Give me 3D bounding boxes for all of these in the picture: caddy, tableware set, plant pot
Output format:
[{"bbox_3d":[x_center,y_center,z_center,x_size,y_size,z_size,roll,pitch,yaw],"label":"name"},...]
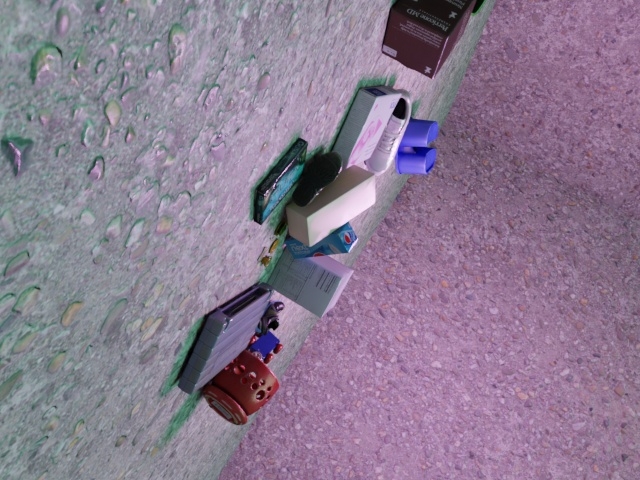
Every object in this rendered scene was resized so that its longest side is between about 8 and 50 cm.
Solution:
[{"bbox_3d":[0.413,-0.425,2.699,0.341,0.179,0.242,-40,134,-63],"label":"caddy"},{"bbox_3d":[-0.120,0.005,1.669,0.154,0.024,0.104,-60,171,-5],"label":"tableware set"},{"bbox_3d":[-0.248,0.454,1.843,0.174,0.191,0.191,-48,165,-32],"label":"plant pot"}]

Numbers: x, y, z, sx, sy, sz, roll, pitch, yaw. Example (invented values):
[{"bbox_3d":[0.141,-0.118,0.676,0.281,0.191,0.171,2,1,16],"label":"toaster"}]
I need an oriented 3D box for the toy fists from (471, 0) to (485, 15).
[{"bbox_3d":[0.477,-0.853,1.875,0.096,0.142,0.279,-5,130,-39],"label":"toy fists"}]

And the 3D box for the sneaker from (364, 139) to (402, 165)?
[{"bbox_3d":[0.239,-0.357,2.212,0.083,0.098,0.224,-44,161,-59],"label":"sneaker"}]

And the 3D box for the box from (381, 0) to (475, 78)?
[{"bbox_3d":[0.293,-0.586,1.613,0.203,0.168,0.167,-57,171,-23],"label":"box"}]

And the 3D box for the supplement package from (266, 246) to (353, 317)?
[{"bbox_3d":[-0.030,0.120,1.929,0.149,0.203,0.194,-62,170,10],"label":"supplement package"}]

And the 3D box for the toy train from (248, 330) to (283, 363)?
[{"bbox_3d":[-0.239,0.410,2.061,0.143,0.105,0.248,-50,175,22],"label":"toy train"}]

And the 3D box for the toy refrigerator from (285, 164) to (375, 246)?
[{"bbox_3d":[0.031,-0.102,1.674,0.269,0.094,0.102,-34,137,-31],"label":"toy refrigerator"}]

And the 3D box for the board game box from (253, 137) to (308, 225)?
[{"bbox_3d":[-0.092,-0.136,1.390,0.186,0.026,0.126,-55,169,-30],"label":"board game box"}]

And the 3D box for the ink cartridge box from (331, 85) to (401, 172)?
[{"bbox_3d":[0.121,-0.310,1.849,0.330,0.071,0.324,-66,169,23],"label":"ink cartridge box"}]

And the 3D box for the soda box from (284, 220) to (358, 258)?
[{"bbox_3d":[0.000,0.000,1.753,0.210,0.071,0.067,-7,-148,40],"label":"soda box"}]

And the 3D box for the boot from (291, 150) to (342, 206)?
[{"bbox_3d":[0.016,-0.184,1.556,0.189,0.076,0.208,-40,-178,33],"label":"boot"}]

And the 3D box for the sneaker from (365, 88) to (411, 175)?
[{"bbox_3d":[0.224,-0.367,2.034,0.152,0.114,0.305,-78,-174,-77],"label":"sneaker"}]

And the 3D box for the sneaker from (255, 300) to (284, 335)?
[{"bbox_3d":[-0.168,0.265,2.019,0.067,0.078,0.188,-65,170,28],"label":"sneaker"}]

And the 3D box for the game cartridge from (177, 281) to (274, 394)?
[{"bbox_3d":[-0.251,0.255,1.636,0.230,0.068,0.355,-59,171,17],"label":"game cartridge"}]
